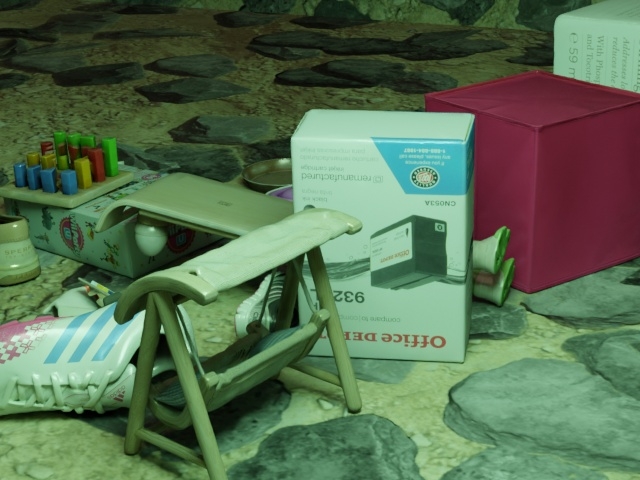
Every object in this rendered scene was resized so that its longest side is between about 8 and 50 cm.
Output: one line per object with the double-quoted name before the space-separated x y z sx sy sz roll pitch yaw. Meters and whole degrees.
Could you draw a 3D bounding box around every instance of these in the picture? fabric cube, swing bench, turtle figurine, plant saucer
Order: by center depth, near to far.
"swing bench" -0.089 0.106 1.398 0.165 0.254 0.253 15 27 38
"turtle figurine" 0.154 -0.017 1.790 0.266 0.197 0.275 13 28 22
"fabric cube" 0.330 -0.102 1.906 0.254 0.258 0.259 -16 25 -31
"plant saucer" -0.064 -0.118 2.306 0.168 0.029 0.168 -2 22 1

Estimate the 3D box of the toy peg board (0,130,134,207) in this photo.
"toy peg board" -0.420 -0.122 2.018 0.161 0.079 0.161 9 23 30

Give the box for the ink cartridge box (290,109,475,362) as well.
"ink cartridge box" 0.085 -0.005 1.605 0.223 0.307 0.129 2 23 10

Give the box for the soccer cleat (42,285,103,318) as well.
"soccer cleat" -0.308 0.119 1.668 0.076 0.068 0.196 -32 32 -25

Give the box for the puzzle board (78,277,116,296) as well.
"puzzle board" -0.263 0.087 1.697 0.128 0.011 0.096 34 -7 -42

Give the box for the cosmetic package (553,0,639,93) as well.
"cosmetic package" 0.652 -0.242 2.144 0.394 0.329 0.327 14 25 38

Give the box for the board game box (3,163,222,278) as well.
"board game box" -0.341 -0.045 2.046 0.303 0.097 0.224 13 26 38

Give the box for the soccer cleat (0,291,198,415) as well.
"soccer cleat" -0.304 0.158 1.490 0.331 0.116 0.143 -20 53 -20

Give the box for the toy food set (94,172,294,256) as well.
"toy food set" -0.147 -0.012 1.800 0.306 0.092 0.220 15 16 11

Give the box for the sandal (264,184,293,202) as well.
"sandal" 0.073 -0.120 2.195 0.169 0.102 0.416 16 27 40

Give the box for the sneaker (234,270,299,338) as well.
"sneaker" -0.056 0.095 1.704 0.075 0.063 0.170 12 22 16

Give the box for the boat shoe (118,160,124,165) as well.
"boat shoe" -0.454 -0.092 2.215 0.228 0.068 0.081 -14 12 -29

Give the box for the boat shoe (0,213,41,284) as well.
"boat shoe" -0.575 -0.022 1.984 0.341 0.110 0.122 14 26 35
